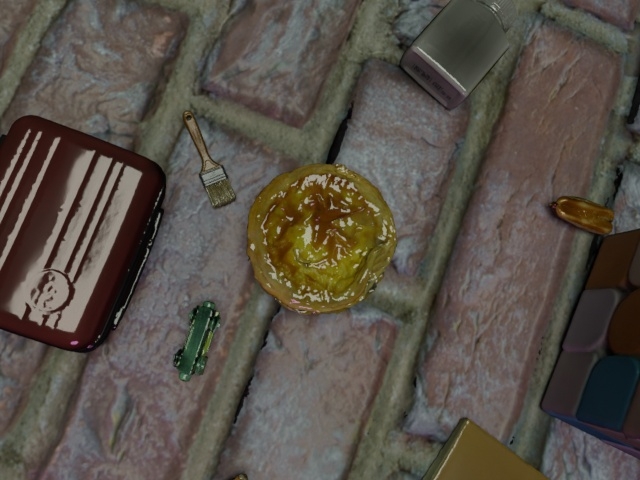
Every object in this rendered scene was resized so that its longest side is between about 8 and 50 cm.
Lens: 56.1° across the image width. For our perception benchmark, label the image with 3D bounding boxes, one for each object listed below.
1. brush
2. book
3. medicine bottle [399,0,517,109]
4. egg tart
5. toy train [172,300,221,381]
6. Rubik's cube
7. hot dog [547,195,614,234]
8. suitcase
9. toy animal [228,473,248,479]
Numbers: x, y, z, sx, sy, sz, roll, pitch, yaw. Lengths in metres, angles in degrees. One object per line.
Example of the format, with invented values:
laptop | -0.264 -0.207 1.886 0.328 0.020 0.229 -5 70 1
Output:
brush | -0.187 -0.135 0.977 0.043 0.014 0.170 -23 85 -9
book | 0.313 0.506 0.961 0.389 0.032 0.269 38 77 -3
medicine bottle | 0.246 -0.339 1.029 0.132 0.088 0.188 42 79 -2
egg tart | 0.000 0.000 0.941 0.241 0.106 0.241 1 82 -6
toy train | -0.182 0.152 0.905 0.050 0.081 0.122 18 79 3
Rubik's cube | 0.606 0.187 0.887 0.347 0.347 0.344 27 81 -5
hot dog | 0.459 -0.047 1.053 0.133 0.041 0.056 17 81 -14
suitcase | -0.367 -0.006 0.856 0.236 0.161 0.297 21 79 -5
toy animal | -0.082 0.482 0.882 0.114 0.116 0.255 -41 96 12
